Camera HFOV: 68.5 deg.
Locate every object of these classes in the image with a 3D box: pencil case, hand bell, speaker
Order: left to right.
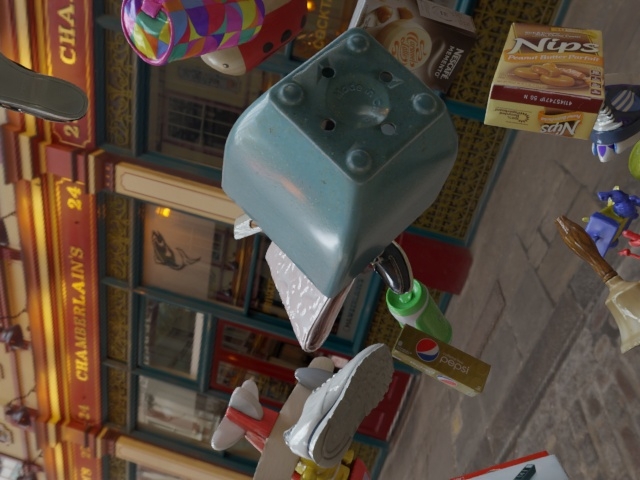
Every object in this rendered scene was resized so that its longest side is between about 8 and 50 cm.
[{"bbox_3d":[-0.180,-0.336,0.705,0.236,0.104,0.105,-48,-23,-47],"label":"pencil case"},{"bbox_3d":[0.301,0.230,1.407,0.296,0.131,0.131,50,-132,-43],"label":"speaker"},{"bbox_3d":[0.484,0.055,0.799,0.242,0.126,0.126,61,161,28],"label":"hand bell"}]

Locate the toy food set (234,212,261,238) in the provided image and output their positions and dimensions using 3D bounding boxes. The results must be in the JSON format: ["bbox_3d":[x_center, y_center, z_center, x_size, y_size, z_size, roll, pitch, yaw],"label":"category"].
[{"bbox_3d":[-0.061,-0.078,1.292,0.306,0.219,0.093,-21,-87,-45],"label":"toy food set"}]

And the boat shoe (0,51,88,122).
[{"bbox_3d":[-0.655,-0.326,0.985,0.091,0.302,0.115,-1,69,55],"label":"boat shoe"}]

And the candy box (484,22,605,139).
[{"bbox_3d":[0.443,-0.325,0.923,0.088,0.182,0.317,87,-156,-44],"label":"candy box"}]

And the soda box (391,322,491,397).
[{"bbox_3d":[0.234,0.236,0.927,0.061,0.181,0.058,-59,-13,-24],"label":"soda box"}]

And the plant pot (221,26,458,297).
[{"bbox_3d":[0.028,-0.115,0.613,0.248,0.247,0.252,-42,-10,-16],"label":"plant pot"}]

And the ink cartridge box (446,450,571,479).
[{"bbox_3d":[0.366,0.512,0.981,0.239,0.275,0.060,-20,-93,-80],"label":"ink cartridge box"}]

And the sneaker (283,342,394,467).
[{"bbox_3d":[0.034,0.255,0.780,0.235,0.094,0.090,-42,-68,-33],"label":"sneaker"}]

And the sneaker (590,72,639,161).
[{"bbox_3d":[0.793,-0.334,1.311,0.130,0.322,0.237,19,116,59],"label":"sneaker"}]

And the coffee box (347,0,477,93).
[{"bbox_3d":[0.187,-0.434,1.006,0.141,0.246,0.098,115,165,-48],"label":"coffee box"}]

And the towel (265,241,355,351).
[{"bbox_3d":[0.000,0.000,0.948,0.317,0.053,0.332,-61,29,18],"label":"towel"}]

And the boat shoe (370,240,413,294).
[{"bbox_3d":[0.116,0.009,1.027,0.079,0.255,0.095,-21,-7,-36],"label":"boat shoe"}]

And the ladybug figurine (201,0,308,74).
[{"bbox_3d":[-0.209,-0.735,1.652,0.449,0.162,0.305,-38,14,-5],"label":"ladybug figurine"}]

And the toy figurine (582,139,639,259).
[{"bbox_3d":[0.729,-0.042,1.117,0.217,0.191,0.363,-29,-39,-20],"label":"toy figurine"}]

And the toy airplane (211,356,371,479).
[{"bbox_3d":[-0.052,0.464,1.106,0.272,0.384,0.386,-42,55,38],"label":"toy airplane"}]
